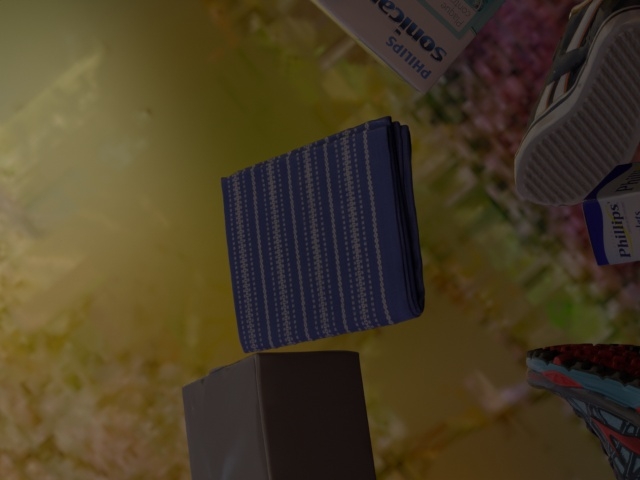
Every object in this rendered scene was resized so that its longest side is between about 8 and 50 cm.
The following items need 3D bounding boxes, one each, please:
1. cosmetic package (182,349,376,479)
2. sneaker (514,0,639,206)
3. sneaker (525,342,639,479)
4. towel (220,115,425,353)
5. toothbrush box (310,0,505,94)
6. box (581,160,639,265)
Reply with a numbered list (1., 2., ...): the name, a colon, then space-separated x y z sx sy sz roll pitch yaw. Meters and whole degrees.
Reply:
1. cosmetic package: -0.026 0.209 1.195 0.127 0.107 0.238 -24 66 55
2. sneaker: 0.318 -0.174 1.814 0.126 0.321 0.127 16 -131 -11
3. sneaker: 0.257 0.162 1.323 0.104 0.125 0.262 0 -168 -32
4. towel: 0.000 0.000 1.958 0.040 0.336 0.243 1 -101 -41
5. toothbrush box: 0.112 -0.334 1.628 0.216 0.295 0.126 41 -176 -16
6. box: 0.350 -0.037 1.600 0.126 0.137 0.072 -36 -68 -56
